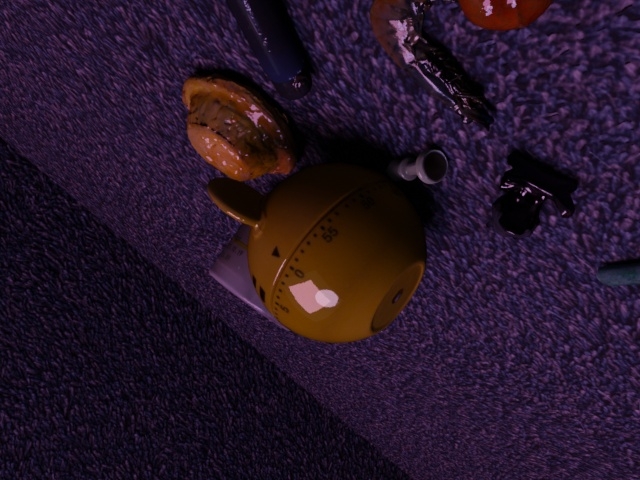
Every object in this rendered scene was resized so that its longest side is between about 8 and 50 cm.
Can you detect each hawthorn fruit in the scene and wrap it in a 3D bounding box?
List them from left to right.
[{"bbox_3d":[0.210,-0.292,0.849,0.128,0.128,0.128,29,157,13],"label":"hawthorn fruit"}]

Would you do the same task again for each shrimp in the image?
[{"bbox_3d":[0.186,-0.255,1.039,0.262,0.051,0.198,44,156,-16],"label":"shrimp"}]

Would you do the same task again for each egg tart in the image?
[{"bbox_3d":[-0.178,-0.218,1.547,0.288,0.118,0.288,33,160,13],"label":"egg tart"}]

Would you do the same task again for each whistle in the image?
[{"bbox_3d":[0.520,0.050,1.211,0.039,0.039,0.186,41,158,-17],"label":"whistle"}]

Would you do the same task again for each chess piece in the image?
[{"bbox_3d":[0.157,-0.127,1.342,0.059,0.059,0.149,44,162,-24],"label":"chess piece"}]

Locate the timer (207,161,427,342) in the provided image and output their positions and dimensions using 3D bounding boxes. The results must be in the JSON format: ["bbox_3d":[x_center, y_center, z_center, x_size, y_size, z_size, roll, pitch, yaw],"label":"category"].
[{"bbox_3d":[0.000,0.000,1.454,0.387,0.376,0.376,39,161,23],"label":"timer"}]

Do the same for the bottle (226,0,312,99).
[{"bbox_3d":[-0.082,-0.330,1.225,0.082,0.072,0.244,39,167,41],"label":"bottle"}]

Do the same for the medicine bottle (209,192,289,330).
[{"bbox_3d":[-0.097,0.048,1.739,0.238,0.232,0.238,37,175,4],"label":"medicine bottle"}]

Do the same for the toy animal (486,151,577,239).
[{"bbox_3d":[0.319,-0.030,1.227,0.121,0.117,0.210,24,154,9],"label":"toy animal"}]
